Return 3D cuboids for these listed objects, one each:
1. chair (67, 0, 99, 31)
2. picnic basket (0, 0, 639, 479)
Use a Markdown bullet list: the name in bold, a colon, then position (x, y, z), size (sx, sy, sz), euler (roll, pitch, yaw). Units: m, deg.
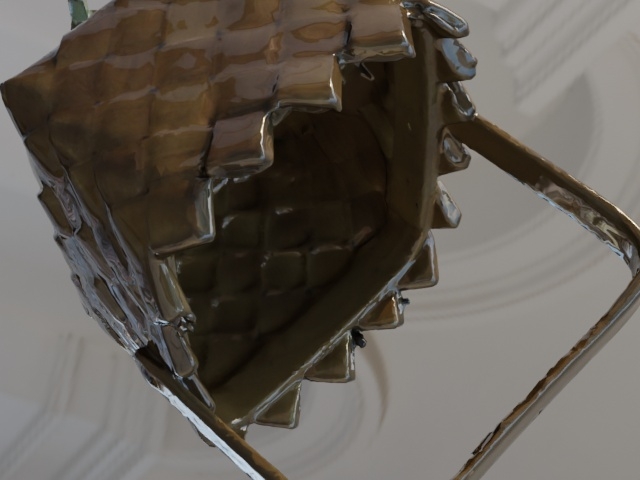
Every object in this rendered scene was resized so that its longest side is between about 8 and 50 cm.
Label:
- **chair**: position (-0.207, -0.159, 1.450), size (0.270, 0.136, 0.147), euler (101, -11, -72)
- **picnic basket**: position (0.000, 0.000, 0.753), size (0.254, 0.321, 0.291), euler (-41, 155, -20)
